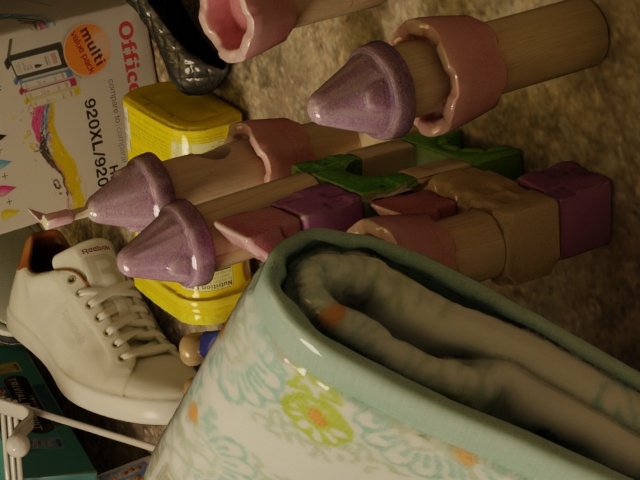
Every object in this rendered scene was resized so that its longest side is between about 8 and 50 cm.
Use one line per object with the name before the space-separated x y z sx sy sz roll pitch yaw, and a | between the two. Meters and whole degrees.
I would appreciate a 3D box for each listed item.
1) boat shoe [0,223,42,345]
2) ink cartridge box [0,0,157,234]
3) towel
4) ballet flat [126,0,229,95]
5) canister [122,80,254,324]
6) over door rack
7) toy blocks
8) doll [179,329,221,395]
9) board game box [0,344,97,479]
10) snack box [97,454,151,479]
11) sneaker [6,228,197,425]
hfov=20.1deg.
boat shoe | -0.355 0.009 1.905 0.091 0.114 0.302 103 151 -43
ink cartridge box | -0.274 -0.112 1.551 0.168 0.233 0.171 20 123 53
towel | 0.094 0.165 1.021 0.374 0.090 0.320 29 144 -1
ballet flat | -0.124 -0.195 1.427 0.049 0.057 0.173 -28 94 40
canister | -0.108 -0.033 1.472 0.126 0.073 0.170 32 131 50
over door rack | -0.201 0.276 1.619 0.324 0.108 0.239 6 109 27
toy blocks | 0.000 0.000 1.102 0.288 0.260 0.309 25 127 53
doll | -0.046 0.118 1.477 0.189 0.046 0.129 1 98 54
board game box | -0.317 0.290 1.913 0.336 0.079 0.253 -138 49 -61
snack box | -0.152 0.288 1.745 0.178 0.064 0.022 53 148 31
sneaker | -0.203 0.073 1.668 0.290 0.106 0.123 29 118 43
